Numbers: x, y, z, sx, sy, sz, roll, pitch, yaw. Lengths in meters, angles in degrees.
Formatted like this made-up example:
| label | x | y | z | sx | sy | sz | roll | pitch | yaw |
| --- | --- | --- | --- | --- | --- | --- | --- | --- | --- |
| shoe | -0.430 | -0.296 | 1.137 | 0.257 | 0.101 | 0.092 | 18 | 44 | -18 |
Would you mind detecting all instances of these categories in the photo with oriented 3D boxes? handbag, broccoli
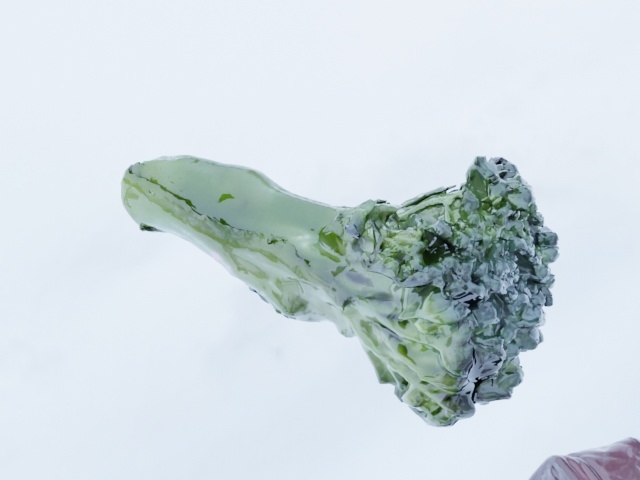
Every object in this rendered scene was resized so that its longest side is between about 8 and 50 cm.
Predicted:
| label | x | y | z | sx | sy | sz | roll | pitch | yaw |
| --- | --- | --- | --- | --- | --- | --- | --- | --- | --- |
| handbag | 0.323 | 0.347 | 1.343 | 0.135 | 0.225 | 0.146 | -8 | 55 | -26 |
| broccoli | 0.003 | 0.000 | 0.716 | 0.304 | 0.165 | 0.145 | 16 | 41 | 21 |
